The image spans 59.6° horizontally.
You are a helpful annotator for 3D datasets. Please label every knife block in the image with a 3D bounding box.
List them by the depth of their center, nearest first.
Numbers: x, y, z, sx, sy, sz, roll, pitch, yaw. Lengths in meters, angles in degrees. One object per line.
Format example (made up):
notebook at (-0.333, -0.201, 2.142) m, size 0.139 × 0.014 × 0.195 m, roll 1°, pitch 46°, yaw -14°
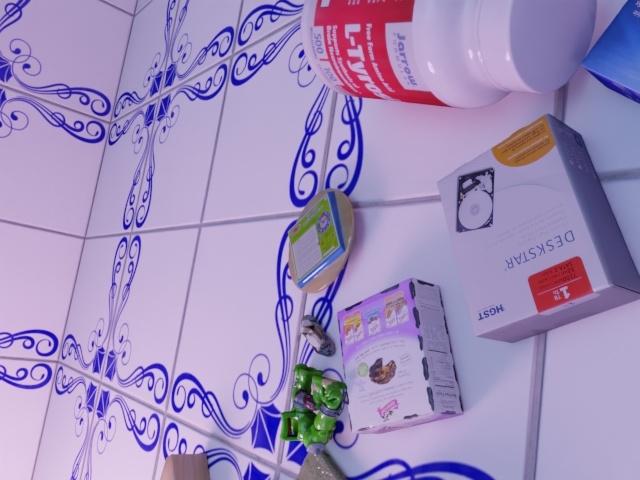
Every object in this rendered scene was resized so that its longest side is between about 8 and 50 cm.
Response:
knife block at (-0.265, 0.614, 1.144) m, size 0.242 × 0.088 × 0.275 m, roll 15°, pitch 89°, yaw 51°

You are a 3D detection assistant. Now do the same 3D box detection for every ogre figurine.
ogre figurine at (-0.017, 0.283, 0.947) m, size 0.197 × 0.097 × 0.118 m, roll 9°, pitch 83°, yaw 51°

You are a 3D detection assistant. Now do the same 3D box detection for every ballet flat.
ballet flat at (-0.015, 0.171, 1.031) m, size 0.114 × 0.041 × 0.041 m, roll 43°, pitch 111°, yaw 49°

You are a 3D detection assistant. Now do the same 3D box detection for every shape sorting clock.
shape sorting clock at (0.000, 0.000, 1.071) m, size 0.206 × 0.040 × 0.206 m, roll -22°, pitch 62°, yaw 49°

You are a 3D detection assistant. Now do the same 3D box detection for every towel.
towel at (0.007, 0.421, 0.927) m, size 0.148 × 0.027 × 0.110 m, roll 35°, pitch 104°, yaw 52°

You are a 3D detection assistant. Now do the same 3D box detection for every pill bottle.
pill bottle at (0.167, -0.316, 0.825) m, size 0.408 × 0.229 × 0.228 m, roll 25°, pitch 97°, yaw 52°

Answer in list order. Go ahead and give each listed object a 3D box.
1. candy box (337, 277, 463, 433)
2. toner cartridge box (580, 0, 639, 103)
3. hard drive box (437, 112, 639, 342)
candy box at (0.113, 0.179, 0.846) m, size 0.165 × 0.070 × 0.196 m, roll -31°, pitch 55°, yaw 41°
toner cartridge box at (0.452, -0.171, 0.549) m, size 0.165 × 0.075 × 0.348 m, roll -59°, pitch 41°, yaw 20°
hard drive box at (0.266, -0.010, 0.710) m, size 0.181 × 0.089 × 0.232 m, roll -34°, pitch 53°, yaw 40°
